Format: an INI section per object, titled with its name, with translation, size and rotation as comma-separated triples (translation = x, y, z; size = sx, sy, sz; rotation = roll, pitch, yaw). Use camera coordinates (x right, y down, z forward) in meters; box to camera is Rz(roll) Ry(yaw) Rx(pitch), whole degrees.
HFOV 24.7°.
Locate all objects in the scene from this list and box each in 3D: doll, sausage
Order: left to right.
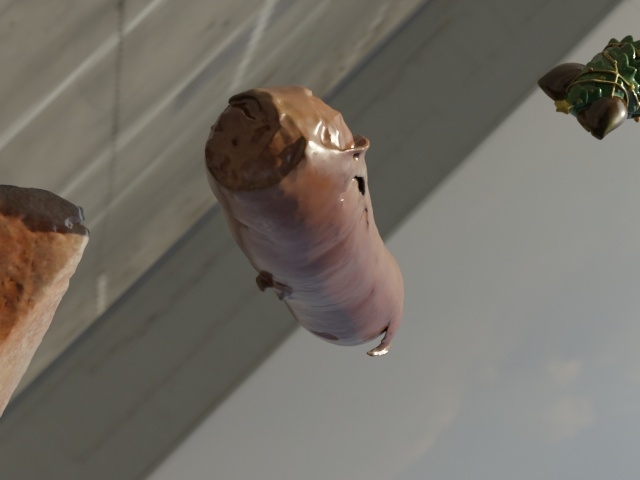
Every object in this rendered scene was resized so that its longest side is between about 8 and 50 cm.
[sausage]
translation = 0.000, 0.000, 0.964
size = 0.094, 0.094, 0.419
rotation = -2, 164, 7
[doll]
translation = 0.244, -0.135, 1.236
size = 0.113, 0.078, 0.077
rotation = -11, 141, -52

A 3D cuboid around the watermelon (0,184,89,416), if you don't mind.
[watermelon]
translation = -0.291, 0.055, 0.726
size = 0.292, 0.283, 0.250
rotation = -41, 160, 24
